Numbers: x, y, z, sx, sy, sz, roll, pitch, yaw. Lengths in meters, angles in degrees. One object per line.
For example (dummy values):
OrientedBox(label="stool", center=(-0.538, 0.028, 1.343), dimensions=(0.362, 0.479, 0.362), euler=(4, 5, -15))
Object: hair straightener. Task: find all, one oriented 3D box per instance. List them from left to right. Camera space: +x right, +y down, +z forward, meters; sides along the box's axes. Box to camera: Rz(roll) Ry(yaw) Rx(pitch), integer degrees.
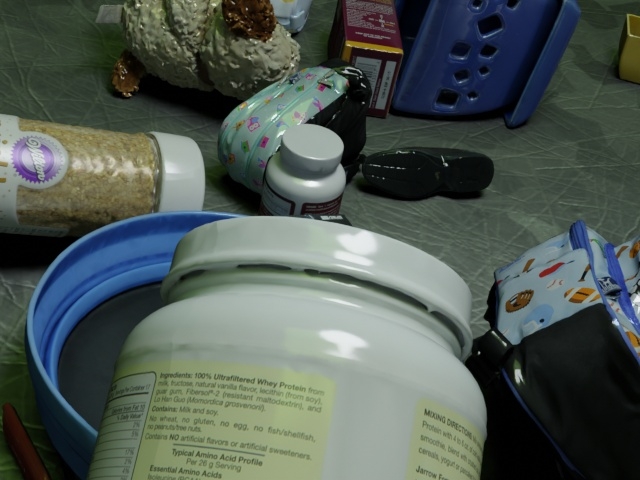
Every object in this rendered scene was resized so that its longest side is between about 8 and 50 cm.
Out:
OrientedBox(label="hair straightener", center=(-0.177, 0.204, 0.815), dimensions=(0.089, 0.047, 0.230), euler=(-14, 40, -31))

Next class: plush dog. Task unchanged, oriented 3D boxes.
OrientedBox(label="plush dog", center=(-0.131, -0.251, 1.291), dimensions=(0.225, 0.262, 0.210), euler=(20, 71, 24))

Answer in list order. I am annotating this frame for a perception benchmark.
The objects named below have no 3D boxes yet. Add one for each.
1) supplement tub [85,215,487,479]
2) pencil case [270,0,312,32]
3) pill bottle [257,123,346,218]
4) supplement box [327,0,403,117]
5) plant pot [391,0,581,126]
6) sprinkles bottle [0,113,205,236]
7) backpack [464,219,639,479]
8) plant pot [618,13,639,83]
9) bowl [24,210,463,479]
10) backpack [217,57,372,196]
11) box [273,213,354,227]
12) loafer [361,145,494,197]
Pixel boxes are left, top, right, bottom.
OrientedBox(label="supplement tub", center=(-0.026, 0.173, 0.607), dimensions=(0.235, 0.235, 0.325), euler=(12, 67, -2))
OrientedBox(label="pencil case", center=(-0.140, -0.399, 1.525), dimensions=(0.273, 0.113, 0.124), euler=(17, 48, 6))
OrientedBox(label="pill bottle", center=(-0.020, -0.043, 1.086), dimensions=(0.086, 0.152, 0.086), euler=(8, 39, -7))
OrientedBox(label="supplement box", center=(0.060, -0.268, 1.426), dimensions=(0.081, 0.104, 0.188), euler=(8, 39, -8))
OrientedBox(label="plant pot", center=(0.224, -0.308, 1.430), dimensions=(0.212, 0.236, 0.236), euler=(13, 37, -10))
OrientedBox(label="sprinkles bottle", center=(-0.297, -0.063, 1.006), dimensions=(0.355, 0.121, 0.121), euler=(5, 38, -28))
OrientedBox(label="backpack", center=(0.256, 0.103, 0.889), dimensions=(0.213, 0.276, 0.263), euler=(-30, 19, 9))
OrientedBox(label="plant pot", center=(0.506, -0.293, 1.602), dimensions=(0.081, 0.083, 0.081), euler=(17, 38, 3))
OrientedBox(label="bowl", center=(-0.063, 0.113, 0.907), dimensions=(0.391, 0.077, 0.391), euler=(13, 31, -8))
OrientedBox(label="backpack", center=(-0.030, -0.121, 1.205), dimensions=(0.115, 0.152, 0.182), euler=(32, 54, 31))
OrientedBox(label="box", center=(0.000, 0.000, 1.022), dimensions=(0.083, 0.018, 0.067), euler=(-1, 37, -29))
OrientedBox(label="loafer", center=(0.127, -0.088, 1.271), dimensions=(0.170, 0.062, 0.061), euler=(3, 17, -18))
